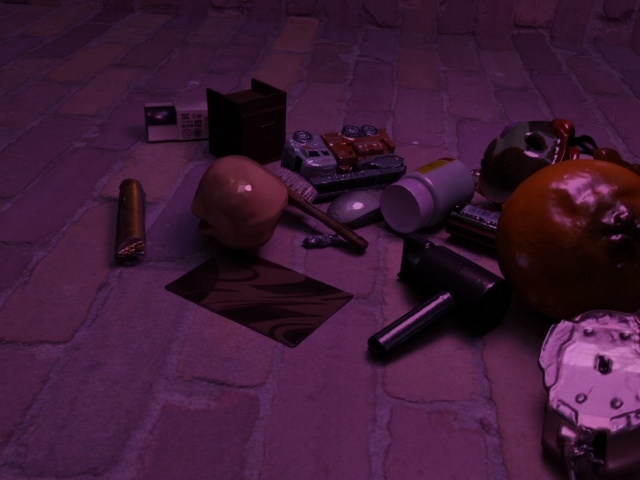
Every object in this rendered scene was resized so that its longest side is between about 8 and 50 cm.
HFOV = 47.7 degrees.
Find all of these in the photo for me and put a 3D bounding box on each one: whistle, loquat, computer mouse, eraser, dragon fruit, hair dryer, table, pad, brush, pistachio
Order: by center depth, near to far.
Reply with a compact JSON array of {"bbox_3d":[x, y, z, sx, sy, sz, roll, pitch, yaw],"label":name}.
[{"bbox_3d":[0.447,0.259,1.151,0.199,0.115,0.389,1,39,29],"label":"computer mouse"},{"bbox_3d":[0.501,0.001,1.387,0.328,0.329,0.328,2,30,-1],"label":"loquat"},{"bbox_3d":[0.178,0.115,1.395,0.302,0.116,0.244,-26,38,-30],"label":"hair dryer"},{"bbox_3d":[-0.125,0.103,1.471,0.330,0.004,0.220,20,34,27],"label":"pad"},{"bbox_3d":[-0.180,-0.096,1.615,0.213,0.194,0.318,-15,28,-2],"label":"pistachio"},{"bbox_3d":[-0.432,-0.049,1.657,0.067,0.057,0.326,-4,31,-12],"label":"whistle"},{"bbox_3d":[-0.005,-0.082,1.691,0.327,0.070,0.065,36,78,29],"label":"brush"},{"bbox_3d":[0.489,-0.180,1.728,0.130,0.268,0.295,37,35,-19],"label":"dragon fruit"},{"bbox_3d":[0.111,-0.093,1.772,0.228,0.068,0.113,-23,40,-37],"label":"computer mouse"},{"bbox_3d":[-0.201,-0.327,2.028,0.169,0.193,0.172,-22,38,-37],"label":"table"},{"bbox_3d":[-0.321,-0.366,2.183,0.403,0.098,0.096,-6,30,-16],"label":"eraser"}]

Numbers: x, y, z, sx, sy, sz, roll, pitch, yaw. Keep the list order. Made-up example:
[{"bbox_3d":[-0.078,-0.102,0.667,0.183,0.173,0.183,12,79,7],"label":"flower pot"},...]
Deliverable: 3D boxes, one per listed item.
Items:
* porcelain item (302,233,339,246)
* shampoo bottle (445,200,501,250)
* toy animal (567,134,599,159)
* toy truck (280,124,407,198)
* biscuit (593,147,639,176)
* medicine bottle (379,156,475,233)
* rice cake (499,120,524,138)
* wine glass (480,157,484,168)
[{"bbox_3d":[0.000,0.000,1.642,0.083,0.028,0.036,-2,13,-6],"label":"porcelain item"},{"bbox_3d":[0.451,-0.004,1.634,0.322,0.084,0.129,21,24,27],"label":"shampoo bottle"},{"bbox_3d":[0.637,-0.149,1.804,0.187,0.165,0.235,24,32,-9],"label":"toy animal"},{"bbox_3d":[0.046,-0.192,1.883,0.338,0.133,0.184,-10,43,-26],"label":"toy truck"},{"bbox_3d":[0.686,-0.065,1.660,0.043,0.278,0.301,-22,24,53],"label":"biscuit"},{"bbox_3d":[0.259,-0.109,1.742,0.139,0.139,0.225,26,37,35],"label":"medicine bottle"},{"bbox_3d":[0.662,-0.256,2.107,0.064,0.070,0.399,-6,31,-22],"label":"rice cake"},{"bbox_3d":[0.550,-0.213,2.030,0.197,0.066,0.066,-5,31,-14],"label":"wine glass"}]
